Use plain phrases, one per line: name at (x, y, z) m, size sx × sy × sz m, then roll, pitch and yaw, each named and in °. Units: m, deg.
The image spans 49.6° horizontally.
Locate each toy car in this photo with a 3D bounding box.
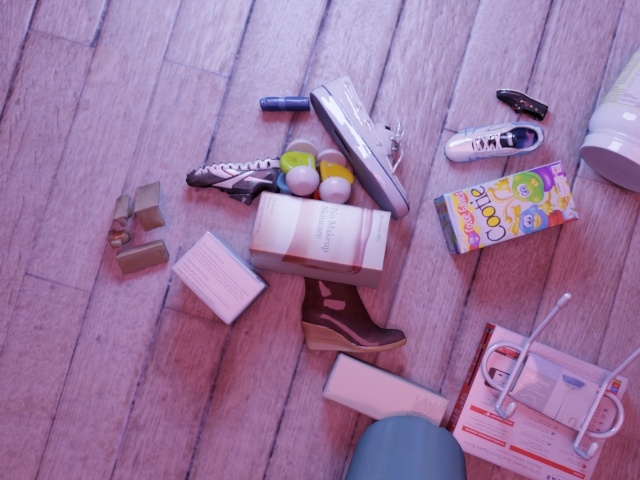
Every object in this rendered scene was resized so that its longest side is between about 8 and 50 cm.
toy car at (-0.020, -0.138, 1.613) m, size 0.182 × 0.159 × 0.136 m, roll 16°, pitch 130°, yaw -20°

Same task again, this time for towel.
towel at (-0.084, -0.326, 1.649) m, size 0.120 × 0.067 × 0.029 m, roll 0°, pitch 90°, yaw 0°

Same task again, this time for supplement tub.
supplement tub at (0.764, -0.292, 1.569) m, size 0.235 × 0.235 × 0.324 m, roll 34°, pitch 89°, yaw 1°

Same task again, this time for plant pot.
plant pot at (0.174, 0.573, 1.454) m, size 0.341 × 0.334 × 0.341 m, roll 5°, pitch 117°, yaw 10°

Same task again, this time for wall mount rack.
wall mount rack at (0.549, 0.294, 1.518) m, size 0.350 × 0.130 × 0.304 m, roll 26°, pitch 88°, yaw 0°

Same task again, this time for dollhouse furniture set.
dollhouse furniture set at (-0.429, -0.032, 1.659) m, size 0.144 × 0.123 × 0.151 m, roll -17°, pitch 123°, yaw -1°

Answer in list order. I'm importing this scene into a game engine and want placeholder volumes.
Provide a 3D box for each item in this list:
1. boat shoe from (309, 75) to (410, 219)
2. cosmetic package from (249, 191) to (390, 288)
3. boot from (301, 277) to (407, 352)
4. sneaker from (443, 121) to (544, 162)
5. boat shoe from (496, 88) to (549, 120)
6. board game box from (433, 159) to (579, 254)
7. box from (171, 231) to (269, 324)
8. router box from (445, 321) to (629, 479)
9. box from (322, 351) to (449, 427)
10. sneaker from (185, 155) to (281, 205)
boat shoe at (0.134, -0.232, 1.627) m, size 0.156 × 0.136 × 0.367 m, roll -32°, pitch 81°, yaw -9°
cosmetic package at (0.000, 0.000, 1.572) m, size 0.296 × 0.129 × 0.153 m, roll 8°, pitch 68°, yaw 2°
boot at (0.077, 0.155, 1.622) m, size 0.249 × 0.090 × 0.206 m, roll 0°, pitch 90°, yaw 3°
sneaker at (0.411, -0.236, 1.640) m, size 0.237 × 0.086 × 0.085 m, roll -9°, pitch 90°, yaw 1°
boat shoe at (0.481, -0.327, 1.660) m, size 0.133 × 0.049 × 0.042 m, roll 21°, pitch 80°, yaw -4°
board game box at (0.423, -0.072, 1.605) m, size 0.275 × 0.144 × 0.142 m, roll -16°, pitch 89°, yaw 0°
box at (-0.221, 0.084, 1.578) m, size 0.182 × 0.181 × 0.119 m, roll 44°, pitch 88°, yaw 1°
router box at (0.499, 0.393, 1.621) m, size 0.336 × 0.082 × 0.301 m, roll 23°, pitch 88°, yaw 0°
box at (0.149, 0.361, 1.615) m, size 0.275 × 0.094 × 0.113 m, roll 24°, pitch 89°, yaw 1°
sneaker at (-0.199, -0.133, 1.637) m, size 0.234 × 0.078 × 0.106 m, roll -7°, pitch 86°, yaw -3°
